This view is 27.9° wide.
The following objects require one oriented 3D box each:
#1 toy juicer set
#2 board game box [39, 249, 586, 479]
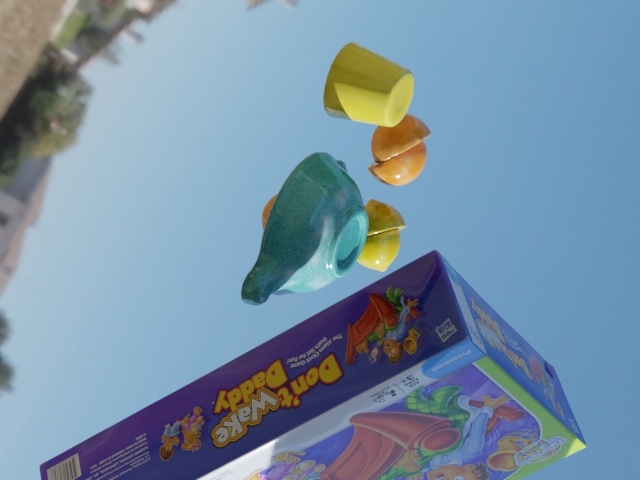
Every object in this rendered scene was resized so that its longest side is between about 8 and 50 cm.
[{"bbox_3d":[0.000,0.000,1.174,0.329,0.089,0.209,-66,157,-9],"label":"toy juicer set"},{"bbox_3d":[-0.001,0.164,0.981,0.347,0.233,0.078,-30,-128,16],"label":"board game box"}]
